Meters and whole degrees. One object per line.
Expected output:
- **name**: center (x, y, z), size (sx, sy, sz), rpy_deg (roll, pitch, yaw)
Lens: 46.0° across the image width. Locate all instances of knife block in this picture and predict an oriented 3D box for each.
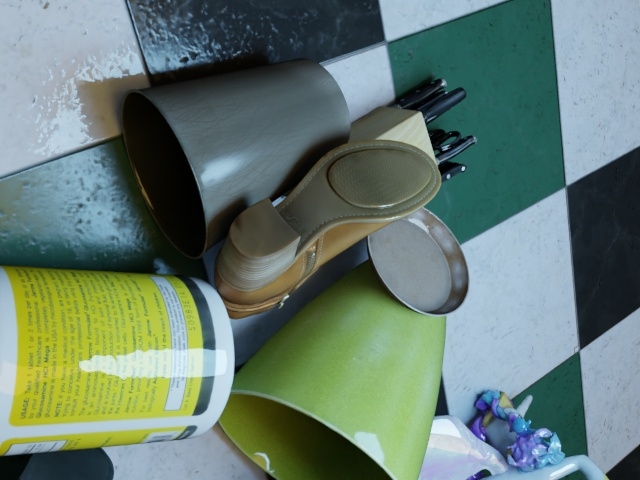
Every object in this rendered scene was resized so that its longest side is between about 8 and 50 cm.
- **knife block**: center (0.088, -0.137, 1.039), size (0.276, 0.088, 0.242), rpy_deg (17, 92, -37)

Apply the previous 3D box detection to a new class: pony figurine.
- **pony figurine**: center (0.278, 0.411, 1.206), size (0.351, 0.363, 0.302), rpy_deg (-24, 124, -12)

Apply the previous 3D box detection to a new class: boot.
- **boot**: center (-0.354, 0.345, 0.826), size (0.091, 0.263, 0.229), rpy_deg (41, 108, -4)
- **boot**: center (0.000, 0.000, 0.913), size (0.283, 0.220, 0.109), rpy_deg (-31, 75, -23)

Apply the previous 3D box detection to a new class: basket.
- **basket**: center (-0.089, -0.118, 0.880), size (0.227, 0.154, 0.204), rpy_deg (-31, 127, -30)

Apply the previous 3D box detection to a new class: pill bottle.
- **pill bottle**: center (-0.274, 0.122, 0.782), size (0.334, 0.188, 0.188), rpy_deg (6, 99, -37)

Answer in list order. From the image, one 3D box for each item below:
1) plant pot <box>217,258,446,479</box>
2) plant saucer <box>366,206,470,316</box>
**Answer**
- **plant pot**: center (0.050, 0.170, 1.011), size (0.293, 0.275, 0.275), rpy_deg (-56, 129, -33)
- **plant saucer**: center (0.123, 0.026, 0.986), size (0.168, 0.029, 0.168), rpy_deg (19, 53, -28)
